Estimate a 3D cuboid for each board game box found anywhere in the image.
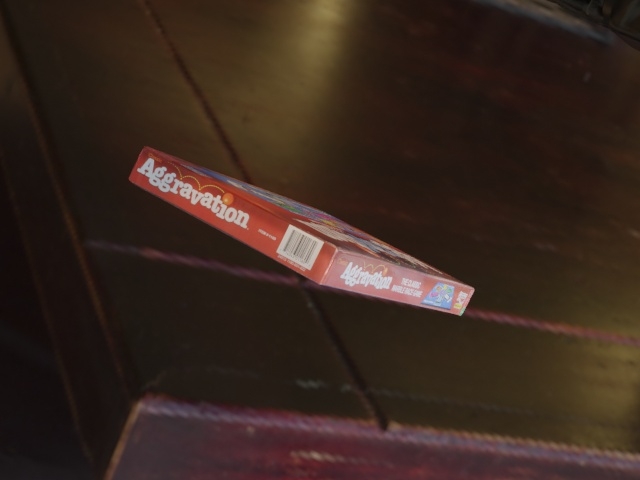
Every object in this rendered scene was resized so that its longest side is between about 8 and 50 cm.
[{"bbox_3d":[0.000,0.000,0.910,0.145,0.027,0.281,29,5,22],"label":"board game box"}]

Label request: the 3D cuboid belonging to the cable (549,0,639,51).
[{"bbox_3d":[0.171,-0.130,0.676,0.139,0.072,0.287,26,13,-25],"label":"cable"}]
